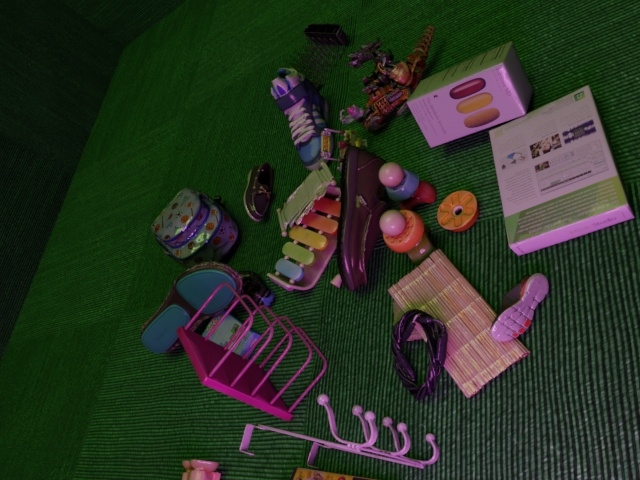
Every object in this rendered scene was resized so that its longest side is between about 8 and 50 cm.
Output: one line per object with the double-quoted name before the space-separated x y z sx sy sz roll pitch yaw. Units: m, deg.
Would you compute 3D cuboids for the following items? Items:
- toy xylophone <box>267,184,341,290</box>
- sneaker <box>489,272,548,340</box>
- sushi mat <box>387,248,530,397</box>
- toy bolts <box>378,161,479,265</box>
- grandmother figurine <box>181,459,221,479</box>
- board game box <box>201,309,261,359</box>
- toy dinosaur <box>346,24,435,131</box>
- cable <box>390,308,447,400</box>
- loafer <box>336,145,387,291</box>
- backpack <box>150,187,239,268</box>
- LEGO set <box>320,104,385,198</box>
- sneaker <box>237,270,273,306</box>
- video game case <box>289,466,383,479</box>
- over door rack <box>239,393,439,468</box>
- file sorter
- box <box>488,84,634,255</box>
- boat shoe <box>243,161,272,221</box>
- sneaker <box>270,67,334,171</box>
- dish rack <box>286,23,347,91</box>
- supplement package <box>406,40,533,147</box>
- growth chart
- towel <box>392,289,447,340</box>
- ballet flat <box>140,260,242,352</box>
"toy xylophone" 0.000 0.000 1.573 0.236 0.081 0.323 11 72 48
"sneaker" 0.379 0.130 1.131 0.158 0.061 0.065 -47 15 -10
"sushi mat" 0.274 0.160 1.208 0.151 0.019 0.316 -42 47 9
"toy bolts" 0.226 -0.096 1.352 0.218 0.158 0.229 -35 44 23
"grandmother figurine" -0.315 0.714 1.398 0.208 0.104 0.342 136 145 -58
"board game box" -0.275 0.300 1.676 0.211 0.039 0.160 24 82 49
"toy dinosaur" 0.212 -0.466 1.667 0.322 0.164 0.218 -39 54 -8
"cable" 0.195 0.238 1.201 0.150 0.047 0.185 8 93 55
"loafer" 0.113 -0.056 1.439 0.134 0.130 0.366 119 155 -83
"backpack" -0.406 -0.030 1.915 0.263 0.213 0.276 34 87 40
"LEGO set" 0.076 -0.227 1.591 0.132 0.107 0.287 -38 58 46
"sneaker" -0.203 0.129 1.689 0.067 0.078 0.188 -56 38 0
"video game case" 0.011 0.579 1.104 0.248 0.035 0.275 -5 40 31
"over door rack" 0.035 0.384 1.153 0.324 0.239 0.108 -17 55 36
"file sorter" -0.154 0.260 1.392 0.182 0.290 0.202 -50 40 2
"box" 0.487 -0.147 1.211 0.232 0.058 0.322 -23 48 33
"boat shoe" -0.196 -0.163 1.879 0.068 0.081 0.228 -33 42 31
"sneaker" -0.077 -0.389 1.792 0.130 0.236 0.323 -25 48 31
"dish rack" -0.032 -0.627 2.039 0.208 0.074 0.272 27 85 51
"supplement package" 0.355 -0.343 1.378 0.244 0.139 0.134 -16 28 38
"growth chart" -0.045 -0.116 1.621 0.237 0.021 0.172 -45 29 23
"towel" 0.225 0.166 1.277 0.148 0.027 0.110 -15 55 33
"ballet flat" -0.377 0.170 1.755 0.483 0.164 0.182 -41 11 33
